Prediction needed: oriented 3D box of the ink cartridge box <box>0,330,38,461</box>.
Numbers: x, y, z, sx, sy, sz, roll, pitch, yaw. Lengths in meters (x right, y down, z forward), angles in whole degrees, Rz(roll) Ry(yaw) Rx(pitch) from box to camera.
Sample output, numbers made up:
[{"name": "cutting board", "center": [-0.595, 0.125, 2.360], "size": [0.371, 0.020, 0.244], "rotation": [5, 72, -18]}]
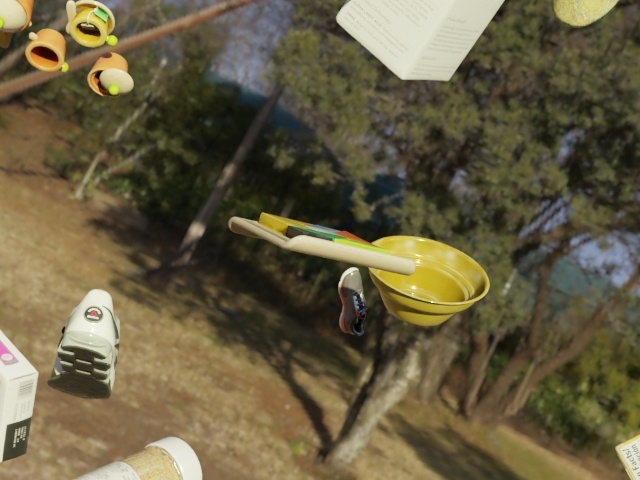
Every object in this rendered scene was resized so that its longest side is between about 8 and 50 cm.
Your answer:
[{"name": "ink cartridge box", "center": [-0.620, 0.205, 1.842], "size": [0.069, 0.176, 0.371], "rotation": [-15, 40, -45]}]

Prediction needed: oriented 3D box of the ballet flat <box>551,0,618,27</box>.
[{"name": "ballet flat", "center": [0.489, -0.501, 1.732], "size": [0.123, 0.348, 0.123], "rotation": [34, -19, 14]}]

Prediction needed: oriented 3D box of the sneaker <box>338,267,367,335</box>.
[{"name": "sneaker", "center": [0.081, 0.135, 2.292], "size": [0.061, 0.158, 0.065], "rotation": [-19, 29, -34]}]

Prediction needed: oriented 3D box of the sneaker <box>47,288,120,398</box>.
[{"name": "sneaker", "center": [-0.423, 0.195, 1.950], "size": [0.122, 0.146, 0.330], "rotation": [17, -30, -13]}]

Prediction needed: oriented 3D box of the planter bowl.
[{"name": "planter bowl", "center": [0.171, 0.084, 1.799], "size": [0.217, 0.090, 0.217], "rotation": [11, 28, -6]}]

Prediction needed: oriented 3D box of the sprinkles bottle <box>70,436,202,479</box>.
[{"name": "sprinkles bottle", "center": [-0.362, 0.438, 1.763], "size": [0.121, 0.121, 0.355], "rotation": [23, 24, 34]}]

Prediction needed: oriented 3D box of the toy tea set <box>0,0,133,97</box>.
[{"name": "toy tea set", "center": [-0.495, -0.361, 1.935], "size": [0.336, 0.124, 0.200], "rotation": [20, -41, -16]}]

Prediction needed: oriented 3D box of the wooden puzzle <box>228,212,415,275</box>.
[{"name": "wooden puzzle", "center": [0.000, 0.000, 1.620], "size": [0.221, 0.044, 0.238], "rotation": [12, 1, -29]}]

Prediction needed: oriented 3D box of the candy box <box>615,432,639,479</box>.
[{"name": "candy box", "center": [0.517, 0.201, 1.212], "size": [0.183, 0.316, 0.088], "rotation": [16, 43, -56]}]

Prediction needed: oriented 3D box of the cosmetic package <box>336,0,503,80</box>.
[{"name": "cosmetic package", "center": [0.155, -0.352, 1.560], "size": [0.151, 0.184, 0.151], "rotation": [45, 27, 21]}]
